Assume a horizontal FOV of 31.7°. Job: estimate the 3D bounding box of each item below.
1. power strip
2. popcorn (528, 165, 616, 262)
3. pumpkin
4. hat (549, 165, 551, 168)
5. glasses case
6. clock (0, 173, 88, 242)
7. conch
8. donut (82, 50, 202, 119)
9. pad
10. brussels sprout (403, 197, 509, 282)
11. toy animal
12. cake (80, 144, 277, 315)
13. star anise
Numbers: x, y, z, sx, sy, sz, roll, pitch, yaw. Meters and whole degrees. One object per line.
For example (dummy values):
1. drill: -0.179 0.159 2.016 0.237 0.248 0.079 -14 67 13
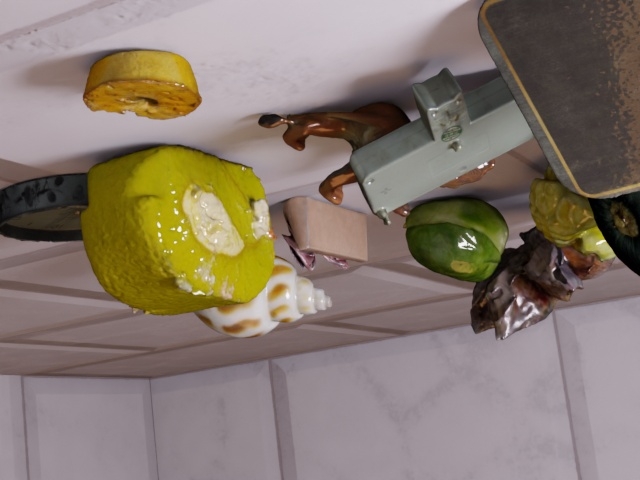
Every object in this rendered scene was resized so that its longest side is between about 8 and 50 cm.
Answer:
1. power strip: 0.133 -0.112 1.166 0.216 0.061 0.145 -28 148 1
2. popcorn: 0.381 -0.058 1.585 0.173 0.142 0.173 8 150 5
3. pumpkin: 0.419 -0.055 1.353 0.163 0.233 0.233 -31 174 -13
4. hat: 0.313 -0.141 1.236 0.166 0.081 0.122 -33 174 13
5. glasses case: 0.000 0.000 1.700 0.070 0.102 0.193 -6 171 30
6. clock: -0.315 -0.038 1.466 0.215 0.042 0.215 -7 169 -1
7. conch: -0.121 0.054 1.660 0.149 0.275 0.183 -57 174 24
8. donut: -0.160 -0.143 1.030 0.108 0.043 0.097 4 165 -40
9. pad: 0.344 -0.117 0.937 0.375 0.063 0.315 -15 126 34
10. brussels sprout: 0.218 0.001 1.749 0.145 0.131 0.183 -9 165 39
11. toy animal: 0.091 -0.106 1.294 0.157 0.097 0.312 -28 157 30
12. cake: -0.168 -0.007 1.359 0.156 0.179 0.260 -14 167 29
13. star anise: 0.359 0.032 1.781 0.332 0.117 0.332 -37 -172 6
